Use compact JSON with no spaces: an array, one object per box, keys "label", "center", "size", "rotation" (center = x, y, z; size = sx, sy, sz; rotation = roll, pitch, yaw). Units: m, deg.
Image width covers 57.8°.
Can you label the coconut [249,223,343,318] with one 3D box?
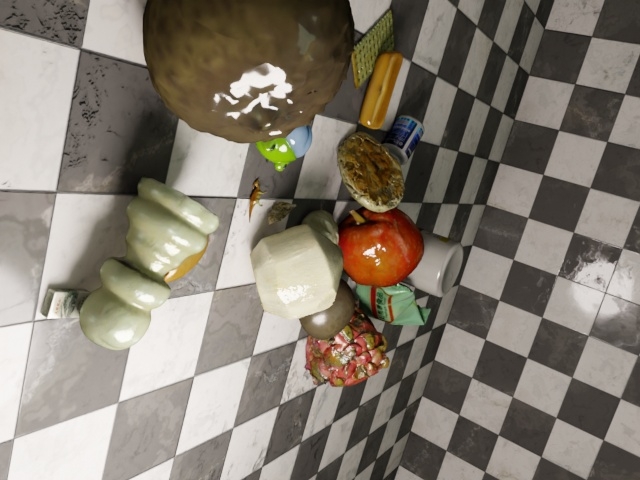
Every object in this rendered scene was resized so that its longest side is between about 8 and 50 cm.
[{"label":"coconut","center":[-0.054,0.081,1.560],"size":[0.247,0.245,0.245],"rotation":[-15,134,-6]}]

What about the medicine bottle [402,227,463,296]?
[{"label":"medicine bottle","center":[0.325,0.052,2.113],"size":[0.208,0.339,0.208],"rotation":[-38,139,-42]}]

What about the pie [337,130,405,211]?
[{"label":"pie","center":[0.160,-0.215,1.812],"size":[0.274,0.055,0.274],"rotation":[17,63,-36]}]

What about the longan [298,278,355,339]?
[{"label":"longan","center":[0.016,0.211,1.866],"size":[0.212,0.198,0.198],"rotation":[-48,146,-24]}]

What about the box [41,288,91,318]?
[{"label":"box","center":[-0.486,0.120,1.112],"size":[0.083,0.024,0.054],"rotation":[10,102,-61]}]

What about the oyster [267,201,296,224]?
[{"label":"oyster","center":[-0.108,-0.079,1.575],"size":[0.083,0.080,0.038],"rotation":[-83,155,-66]}]

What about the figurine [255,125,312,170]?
[{"label":"figurine","center":[-0.079,-0.303,1.411],"size":[0.162,0.143,0.264],"rotation":[65,36,-63]}]

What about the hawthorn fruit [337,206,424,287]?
[{"label":"hawthorn fruit","center":[0.174,-0.003,1.894],"size":[0.287,0.287,0.330],"rotation":[-58,133,-18]}]

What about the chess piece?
[{"label":"chess piece","center":[-0.351,0.056,1.146],"size":[0.331,0.182,0.182],"rotation":[-62,151,-8]}]

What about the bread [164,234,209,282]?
[{"label":"bread","center":[-0.313,0.023,1.291],"size":[0.189,0.077,0.114],"rotation":[-53,152,-31]}]

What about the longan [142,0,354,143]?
[{"label":"longan","center":[-0.117,-0.363,1.042],"size":[0.391,0.391,0.391],"rotation":[-38,140,-42]}]

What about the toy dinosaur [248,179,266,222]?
[{"label":"toy dinosaur","center":[-0.166,-0.101,1.498],"size":[0.041,0.026,0.113],"rotation":[6,95,-53]}]

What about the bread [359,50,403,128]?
[{"label":"bread","center":[0.182,-0.464,1.777],"size":[0.092,0.074,0.239],"rotation":[-7,121,-49]}]

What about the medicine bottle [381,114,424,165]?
[{"label":"medicine bottle","center":[0.273,-0.331,2.003],"size":[0.192,0.107,0.107],"rotation":[-58,150,-17]}]

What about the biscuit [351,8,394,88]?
[{"label":"biscuit","center":[0.160,-0.575,1.740],"size":[0.231,0.016,0.139],"rotation":[-51,148,-27]}]

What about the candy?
[{"label":"candy","center":[0.253,0.202,2.181],"size":[0.172,0.262,0.398],"rotation":[-66,153,-23]}]

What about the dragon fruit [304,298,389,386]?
[{"label":"dragon fruit","center":[0.121,0.393,2.084],"size":[0.296,0.262,0.315],"rotation":[-35,137,-46]}]

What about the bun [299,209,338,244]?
[{"label":"bun","center":[0.000,0.000,1.775],"size":[0.183,0.102,0.184],"rotation":[-36,139,-40]}]
